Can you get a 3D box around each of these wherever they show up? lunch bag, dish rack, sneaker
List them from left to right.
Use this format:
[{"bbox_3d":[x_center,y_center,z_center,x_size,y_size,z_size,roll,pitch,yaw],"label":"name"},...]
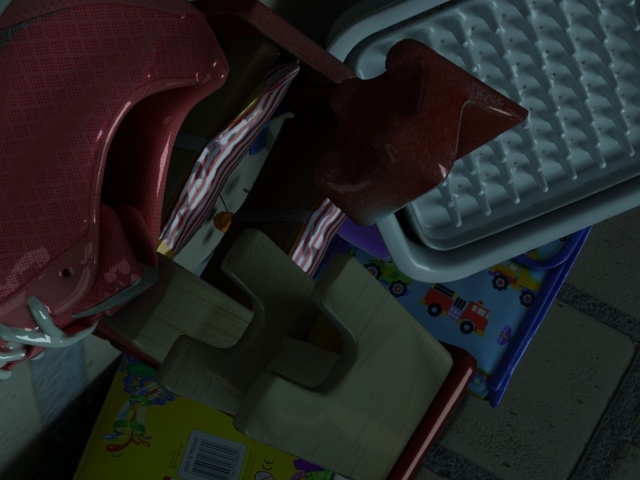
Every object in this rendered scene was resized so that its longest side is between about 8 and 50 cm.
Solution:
[{"bbox_3d":[-0.146,0.014,0.639,0.314,0.136,0.116,-64,165,8],"label":"sneaker"},{"bbox_3d":[0.150,-0.015,1.476,0.293,0.221,0.138,-60,168,-9],"label":"lunch bag"},{"bbox_3d":[0.173,-0.125,1.085,0.332,0.072,0.286,-23,136,3],"label":"dish rack"}]

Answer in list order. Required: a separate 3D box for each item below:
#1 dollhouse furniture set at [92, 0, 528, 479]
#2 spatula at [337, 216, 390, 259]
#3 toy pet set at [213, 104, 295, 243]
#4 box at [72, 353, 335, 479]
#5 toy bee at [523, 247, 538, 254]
[{"bbox_3d":[0.000,0.000,0.721,0.201,0.152,0.374,-59,-154,-8],"label":"dollhouse furniture set"},{"bbox_3d":[0.095,-0.128,1.422,0.297,0.084,0.030,-66,-164,-15],"label":"spatula"},{"bbox_3d":[-0.034,-0.063,1.090,0.122,0.065,0.114,-26,160,-17],"label":"toy pet set"},{"bbox_3d":[-0.117,0.292,1.029,0.290,0.177,0.279,-75,-178,-55],"label":"box"},{"bbox_3d":[0.065,-0.082,1.262,0.195,0.162,0.298,-44,138,-19],"label":"toy bee"}]
